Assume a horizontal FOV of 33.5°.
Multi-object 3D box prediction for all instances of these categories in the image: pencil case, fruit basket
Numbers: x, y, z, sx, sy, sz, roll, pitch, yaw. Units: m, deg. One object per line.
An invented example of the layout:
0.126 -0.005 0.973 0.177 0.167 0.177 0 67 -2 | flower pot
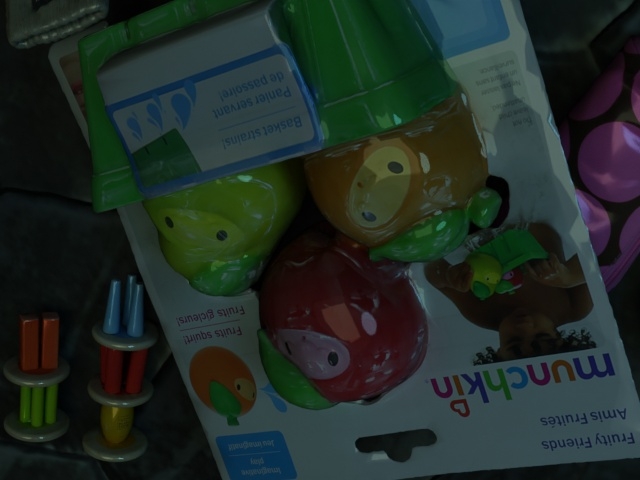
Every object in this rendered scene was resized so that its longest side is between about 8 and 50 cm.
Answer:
0.182 -0.025 0.692 0.098 0.095 0.209 48 119 33 | pencil case
0.000 0.000 0.669 0.327 0.165 0.353 -12 98 31 | fruit basket

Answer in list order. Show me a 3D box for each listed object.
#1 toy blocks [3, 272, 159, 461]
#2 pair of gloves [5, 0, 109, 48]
-0.189 0.090 0.837 0.123 0.054 0.148 12 110 9 | toy blocks
-0.113 -0.247 0.677 0.240 0.042 0.204 -24 72 16 | pair of gloves
